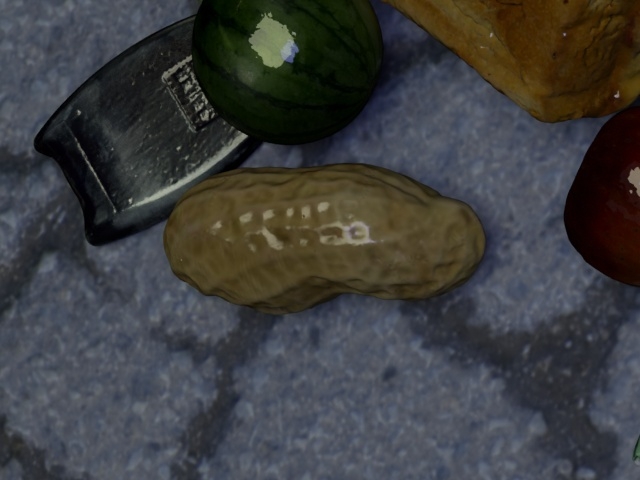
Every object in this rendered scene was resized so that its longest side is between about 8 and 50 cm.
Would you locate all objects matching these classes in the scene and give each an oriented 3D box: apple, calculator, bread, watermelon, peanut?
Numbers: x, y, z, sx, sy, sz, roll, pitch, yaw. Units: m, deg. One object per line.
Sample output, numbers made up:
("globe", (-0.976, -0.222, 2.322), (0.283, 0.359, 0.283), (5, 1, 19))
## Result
("apple", (0.311, -0.034, 1.743), (0.158, 0.147, 0.156), (31, 76, 19))
("calculator", (-0.168, -0.120, 1.984), (0.268, 0.040, 0.177), (-34, 78, 11))
("bread", (0.175, -0.260, 1.769), (0.344, 0.149, 0.195), (45, 134, 34))
("watermelon", (-0.044, -0.193, 1.858), (0.215, 0.188, 0.188), (27, 96, 13))
("peanut", (0.000, 0.000, 1.860), (0.325, 0.140, 0.153), (3, 111, 16))

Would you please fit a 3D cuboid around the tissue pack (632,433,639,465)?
("tissue pack", (0.434, 0.076, 1.622), (0.194, 0.266, 0.356), (30, 96, 19))
